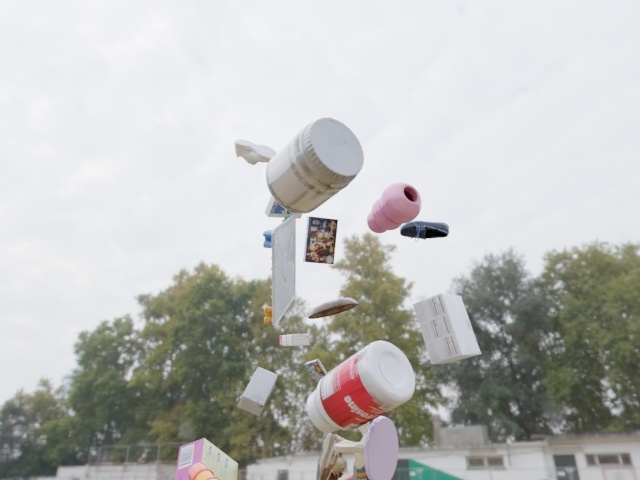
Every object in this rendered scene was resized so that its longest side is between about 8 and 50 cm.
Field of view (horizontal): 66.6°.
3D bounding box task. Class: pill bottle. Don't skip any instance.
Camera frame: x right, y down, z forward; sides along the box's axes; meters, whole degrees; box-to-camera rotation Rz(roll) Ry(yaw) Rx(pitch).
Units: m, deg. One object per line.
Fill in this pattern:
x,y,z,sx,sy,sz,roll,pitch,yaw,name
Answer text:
0.132,0.554,1.788,0.229,0.228,0.408,18,-45,-32,pill bottle

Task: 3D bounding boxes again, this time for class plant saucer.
0.071,0.399,2.887,0.311,0.050,0.310,-14,-17,-4,plant saucer

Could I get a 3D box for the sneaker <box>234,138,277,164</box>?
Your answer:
-0.269,-0.353,2.051,0.212,0.080,0.094,24,-51,21,sneaker

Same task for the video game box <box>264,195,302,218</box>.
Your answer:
-0.137,-0.195,2.219,0.187,0.048,0.205,-1,-54,-41,video game box

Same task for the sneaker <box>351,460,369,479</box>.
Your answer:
0.207,1.034,2.113,0.121,0.301,0.108,17,10,35,sneaker

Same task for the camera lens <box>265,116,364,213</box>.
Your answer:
-0.025,-0.224,1.514,0.220,0.219,0.274,17,-30,-31,camera lens

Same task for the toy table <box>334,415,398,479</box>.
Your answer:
0.200,0.839,1.993,0.252,0.274,0.161,10,-5,-40,toy table

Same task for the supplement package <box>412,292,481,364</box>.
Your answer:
0.531,0.373,2.049,0.145,0.261,0.204,-28,-26,32,supplement package

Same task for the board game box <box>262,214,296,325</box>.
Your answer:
-0.168,0.110,2.056,0.051,0.389,0.390,2,12,9,board game box

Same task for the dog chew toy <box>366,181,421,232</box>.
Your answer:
0.347,-0.144,2.415,0.207,0.206,0.332,14,-34,-26,dog chew toy

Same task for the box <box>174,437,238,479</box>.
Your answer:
-0.432,0.918,1.852,0.117,0.213,0.243,-24,-53,13,box

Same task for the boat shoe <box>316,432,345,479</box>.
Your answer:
0.051,1.007,2.178,0.120,0.324,0.122,7,-54,7,boat shoe

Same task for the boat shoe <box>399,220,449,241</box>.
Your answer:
0.549,-0.053,2.578,0.259,0.089,0.109,-7,-54,14,boat shoe

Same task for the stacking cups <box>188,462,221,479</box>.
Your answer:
-0.333,0.795,1.511,0.096,0.095,0.316,19,-9,-34,stacking cups

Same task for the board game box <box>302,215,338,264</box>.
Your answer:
0.000,0.000,2.579,0.165,0.243,0.042,5,0,-19,board game box

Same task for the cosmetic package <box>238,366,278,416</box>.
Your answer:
-0.329,0.802,2.596,0.127,0.238,0.107,23,-58,6,cosmetic package

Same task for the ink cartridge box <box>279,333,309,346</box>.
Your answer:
-0.128,0.491,2.395,0.099,0.056,0.135,5,-15,-31,ink cartridge box

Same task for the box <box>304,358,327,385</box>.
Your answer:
-0.013,0.688,2.533,0.094,0.137,0.027,-27,5,41,box
